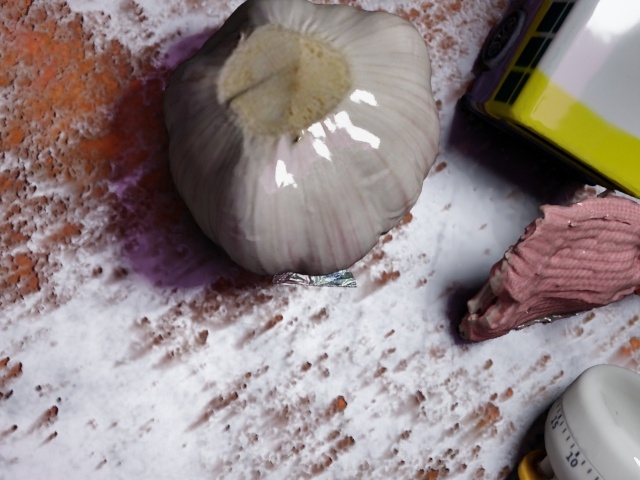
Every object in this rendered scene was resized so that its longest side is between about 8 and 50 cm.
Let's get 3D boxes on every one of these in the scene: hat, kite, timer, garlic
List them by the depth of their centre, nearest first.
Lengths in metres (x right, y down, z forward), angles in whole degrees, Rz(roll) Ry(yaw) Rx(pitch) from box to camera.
[{"bbox_3d":[-0.025,-0.105,1.543,0.317,0.259,0.318,-5,69,14],"label":"garlic"},{"bbox_3d":[0.375,0.234,1.627,0.233,0.233,0.240,34,115,-12],"label":"timer"},{"bbox_3d":[0.000,0.000,1.658,0.156,0.011,0.139,-39,98,-21],"label":"kite"},{"bbox_3d":[0.306,0.024,1.674,0.286,0.237,0.107,-6,58,-27],"label":"hat"}]

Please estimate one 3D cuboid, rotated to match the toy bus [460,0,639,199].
[{"bbox_3d":[0.377,-0.286,1.659,0.209,0.249,0.440,31,94,-13],"label":"toy bus"}]
